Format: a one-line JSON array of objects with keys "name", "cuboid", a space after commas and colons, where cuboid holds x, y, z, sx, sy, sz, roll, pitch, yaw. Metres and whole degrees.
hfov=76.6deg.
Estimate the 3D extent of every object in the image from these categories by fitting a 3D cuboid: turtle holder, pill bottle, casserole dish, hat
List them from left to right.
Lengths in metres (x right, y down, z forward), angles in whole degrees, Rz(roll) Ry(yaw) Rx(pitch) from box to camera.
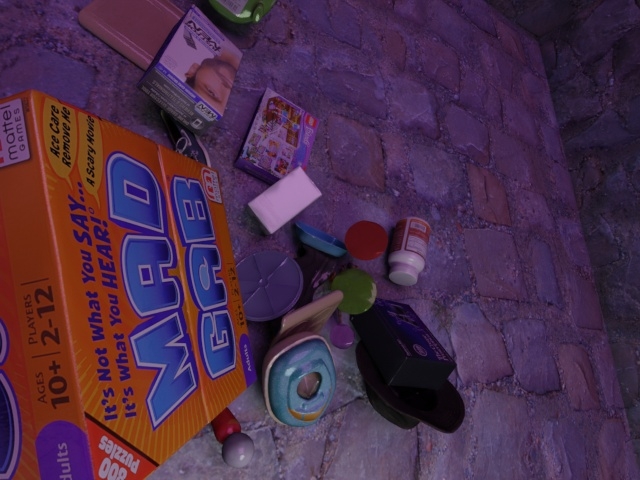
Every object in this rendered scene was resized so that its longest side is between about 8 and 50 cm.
[{"name": "turtle holder", "cuboid": [-0.240, -0.851, 1.248, 0.244, 0.320, 0.227, 1, 32, -14]}, {"name": "casserole dish", "cuboid": [0.000, 0.000, 1.198, 0.189, 0.114, 0.037, 25, 103, -25]}, {"name": "hat", "cuboid": [0.216, 0.421, 1.117, 0.332, 0.133, 0.331, 25, 19, -9]}, {"name": "pill bottle", "cuboid": [0.294, 0.036, 1.359, 0.121, 0.121, 0.216, 31, 58, -20]}]

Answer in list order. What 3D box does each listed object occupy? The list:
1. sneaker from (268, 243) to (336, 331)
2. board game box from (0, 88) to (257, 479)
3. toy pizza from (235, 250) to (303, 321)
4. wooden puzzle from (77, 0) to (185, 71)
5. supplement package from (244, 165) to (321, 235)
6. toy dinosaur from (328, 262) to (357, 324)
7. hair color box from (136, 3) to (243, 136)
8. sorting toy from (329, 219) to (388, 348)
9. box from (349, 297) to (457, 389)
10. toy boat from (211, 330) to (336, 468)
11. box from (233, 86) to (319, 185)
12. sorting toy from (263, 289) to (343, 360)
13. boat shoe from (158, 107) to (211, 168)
[{"name": "sneaker", "cuboid": [-0.072, 0.125, 1.106, 0.130, 0.109, 0.286, 38, 48, -4]}, {"name": "board game box", "cuboid": [-0.338, 0.085, 0.527, 0.356, 0.357, 0.355, 8, 70, -79]}, {"name": "toy pizza", "cuboid": [-0.143, 0.116, 1.038, 0.202, 0.032, 0.201, -3, 56, 5]}, {"name": "wooden puzzle", "cuboid": [-0.505, -0.607, 1.136, 0.221, 0.044, 0.238, 34, 61, -19]}, {"name": "supplement package", "cuboid": [-0.105, -0.107, 1.123, 0.179, 0.105, 0.105, -39, 96, -13]}, {"name": "toy dinosaur", "cuboid": [0.065, 0.139, 1.202, 0.112, 0.064, 0.211, 36, 56, -19]}, {"name": "hair color box", "cuboid": [-0.328, -0.455, 1.072, 0.185, 0.110, 0.338, 38, 40, -35]}, {"name": "sorting toy", "cuboid": [0.105, 0.131, 1.167, 0.127, 0.126, 0.365, 12, 76, 12]}, {"name": "box", "cuboid": [0.223, 0.281, 1.139, 0.185, 0.103, 0.261, 13, 23, -28]}, {"name": "toy boat", "cuboid": [-0.090, 0.371, 0.923, 0.318, 0.148, 0.267, -26, 125, -24]}, {"name": "box", "cuboid": [-0.127, -0.307, 1.253, 0.201, 0.057, 0.293, 26, 59, -22]}, {"name": "sorting toy", "cuboid": [-0.048, 0.217, 1.024, 0.193, 0.208, 0.038, -21, 58, -37]}, {"name": "boat shoe", "cuboid": [-0.352, -0.243, 1.056, 0.079, 0.095, 0.254, -13, 78, -38]}]
